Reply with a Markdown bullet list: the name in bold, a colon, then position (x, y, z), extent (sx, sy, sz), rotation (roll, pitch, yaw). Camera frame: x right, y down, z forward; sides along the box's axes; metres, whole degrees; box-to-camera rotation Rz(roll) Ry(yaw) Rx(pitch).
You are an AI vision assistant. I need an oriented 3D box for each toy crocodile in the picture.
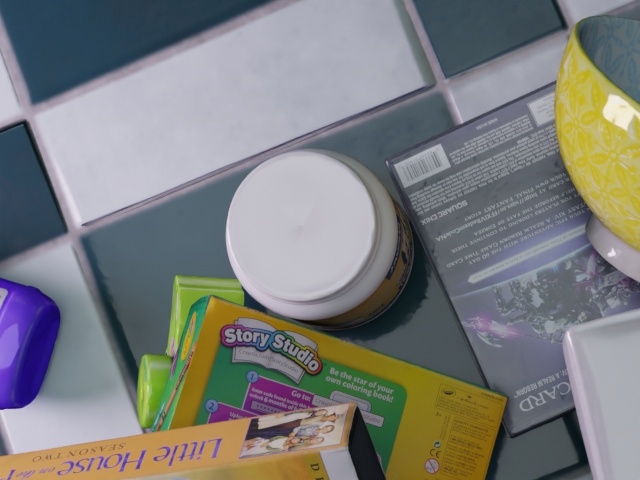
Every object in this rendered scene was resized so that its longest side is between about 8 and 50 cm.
- **toy crocodile**: position (-0.103, 0.200, 1.495), extent (0.115, 0.105, 0.341), rotation (0, 81, -15)

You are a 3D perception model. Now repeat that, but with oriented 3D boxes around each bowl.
- **bowl**: position (0.303, -0.048, 1.391), extent (0.289, 0.289, 0.156), rotation (32, 116, 11)

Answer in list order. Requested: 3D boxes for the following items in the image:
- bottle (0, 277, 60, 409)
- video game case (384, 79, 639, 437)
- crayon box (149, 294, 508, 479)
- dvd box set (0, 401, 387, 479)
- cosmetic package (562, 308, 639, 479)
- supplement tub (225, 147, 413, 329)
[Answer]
- **bottle**: position (-0.386, 0.067, 1.556), extent (0.283, 0.092, 0.118), rotation (15, 85, 11)
- **video game case**: position (0.200, 0.011, 1.502), extent (0.196, 0.026, 0.274), rotation (-25, 81, 6)
- **crayon box**: position (0.002, 0.169, 1.429), extent (0.278, 0.081, 0.165), rotation (20, 76, -10)
- **dvd box set**: position (-0.125, 0.294, 1.375), extent (0.420, 0.062, 0.308), rotation (-10, 121, 17)
- **cosmetic package**: position (0.384, 0.224, 1.281), extent (0.327, 0.329, 0.394), rotation (-13, 85, 8)
- **supplement tub**: position (0.000, 0.000, 1.446), extent (0.144, 0.199, 0.144), rotation (-1, 83, 9)
